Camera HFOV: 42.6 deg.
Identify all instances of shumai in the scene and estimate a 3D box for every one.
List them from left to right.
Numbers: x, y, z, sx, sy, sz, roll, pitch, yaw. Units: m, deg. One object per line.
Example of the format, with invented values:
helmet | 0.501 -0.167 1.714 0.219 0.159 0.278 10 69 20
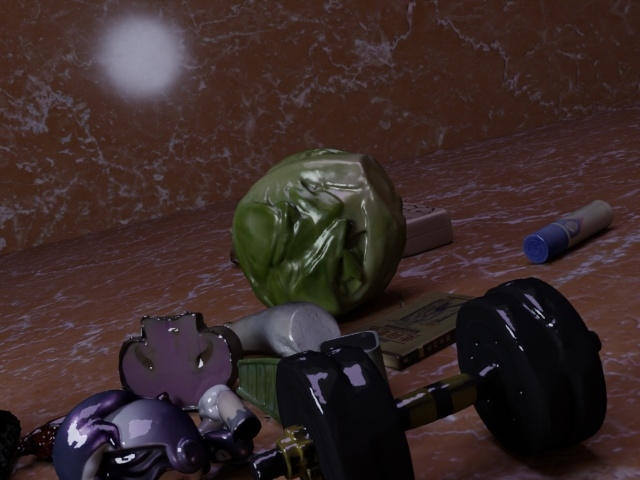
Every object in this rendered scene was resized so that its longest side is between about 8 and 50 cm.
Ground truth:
shumai | -0.160 0.014 2.061 0.139 0.105 0.123 27 31 32

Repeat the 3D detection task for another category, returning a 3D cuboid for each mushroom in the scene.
mushroom | -0.198 0.178 1.215 0.188 0.141 0.117 -8 -9 15
mushroom | -0.064 0.150 1.297 0.118 0.103 0.270 -16 2 -33

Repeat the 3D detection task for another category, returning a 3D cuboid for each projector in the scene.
projector | 0.044 0.173 1.076 0.083 0.082 0.083 -13 11 3

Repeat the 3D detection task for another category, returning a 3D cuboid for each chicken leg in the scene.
chicken leg | -0.320 0.261 1.159 0.219 0.048 0.089 -18 16 -20

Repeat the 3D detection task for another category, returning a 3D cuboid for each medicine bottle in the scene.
medicine bottle | 0.472 -0.018 1.555 0.231 0.059 0.059 -23 15 -39

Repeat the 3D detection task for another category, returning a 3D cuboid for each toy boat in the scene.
toy boat | -0.022 0.198 1.026 0.055 0.093 0.293 1 4 -30

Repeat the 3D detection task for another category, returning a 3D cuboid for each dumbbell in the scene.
dumbbell | 0.115 0.159 0.817 0.389 0.185 0.185 -17 12 -18

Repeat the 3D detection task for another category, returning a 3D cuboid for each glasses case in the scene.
glasses case | 0.170 -0.033 1.920 0.144 0.076 0.336 -18 12 -19

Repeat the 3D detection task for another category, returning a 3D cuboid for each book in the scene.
book | 0.154 0.134 1.277 0.231 0.026 0.161 -22 14 -33

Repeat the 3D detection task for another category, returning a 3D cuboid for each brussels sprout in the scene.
brussels sprout | 0.000 0.000 1.462 0.328 0.327 0.247 -11 21 11

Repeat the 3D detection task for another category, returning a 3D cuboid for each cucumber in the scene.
cucumber | -0.457 0.290 1.126 0.072 0.072 0.300 -16 11 -12

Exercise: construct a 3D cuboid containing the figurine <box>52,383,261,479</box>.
figurine | -0.187 0.229 0.933 0.222 0.145 0.145 -14 11 -28
